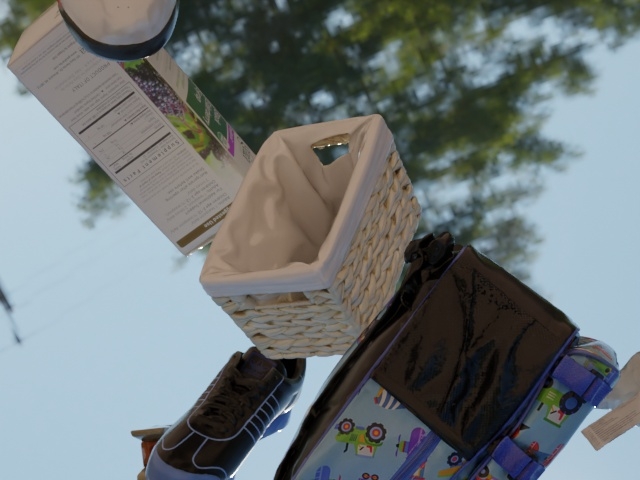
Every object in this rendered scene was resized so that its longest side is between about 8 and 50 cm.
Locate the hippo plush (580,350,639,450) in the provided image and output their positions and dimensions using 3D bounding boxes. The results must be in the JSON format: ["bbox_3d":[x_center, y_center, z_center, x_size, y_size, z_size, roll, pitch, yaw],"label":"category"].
[{"bbox_3d":[0.441,0.213,1.470,0.294,0.236,0.234,-31,-148,-6],"label":"hippo plush"}]

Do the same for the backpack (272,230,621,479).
[{"bbox_3d":[0.056,0.094,0.685,0.173,0.117,0.158,-54,171,2],"label":"backpack"}]

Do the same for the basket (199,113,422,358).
[{"bbox_3d":[0.000,0.000,1.041,0.113,0.103,0.167,-6,-136,32],"label":"basket"}]

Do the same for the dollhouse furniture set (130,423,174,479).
[{"bbox_3d":[-0.194,0.357,1.675,0.259,0.262,0.135,-7,177,11],"label":"dollhouse furniture set"}]

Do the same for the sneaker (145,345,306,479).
[{"bbox_3d":[-0.082,0.153,1.244,0.081,0.090,0.232,23,-156,15],"label":"sneaker"}]

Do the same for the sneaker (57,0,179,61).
[{"bbox_3d":[-0.134,-0.262,0.870,0.090,0.270,0.145,0,160,-7],"label":"sneaker"}]

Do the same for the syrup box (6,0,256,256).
[{"bbox_3d":[-0.158,-0.109,1.202,0.096,0.237,0.093,-36,-157,15],"label":"syrup box"}]
